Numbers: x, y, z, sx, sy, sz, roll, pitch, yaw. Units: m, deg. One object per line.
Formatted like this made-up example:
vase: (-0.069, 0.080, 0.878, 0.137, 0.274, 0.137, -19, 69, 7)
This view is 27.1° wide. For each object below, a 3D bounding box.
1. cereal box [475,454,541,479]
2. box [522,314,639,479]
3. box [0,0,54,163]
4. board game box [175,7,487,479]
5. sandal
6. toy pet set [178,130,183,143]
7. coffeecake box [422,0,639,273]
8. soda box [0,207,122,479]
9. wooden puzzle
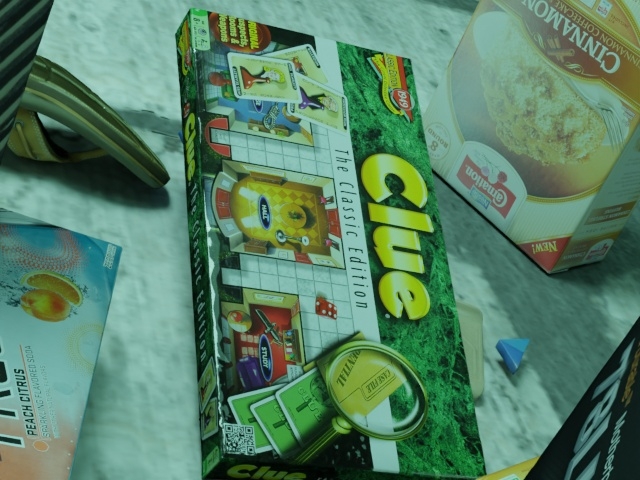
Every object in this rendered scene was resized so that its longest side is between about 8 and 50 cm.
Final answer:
cereal box: (0.188, 0.183, 0.576, 0.173, 0.047, 0.240, -9, 45, -44)
box: (0.082, 0.122, 0.353, 0.073, 0.293, 0.295, 28, 31, 5)
box: (-0.174, -0.087, 0.505, 0.113, 0.275, 0.094, 0, 39, -36)
board game box: (0.000, 0.000, 0.661, 0.136, 0.030, 0.259, 10, 53, -26)
sandal: (-0.161, -0.073, 0.709, 0.180, 0.049, 0.072, 29, 12, -31)
toy pet set: (-0.036, -0.016, 0.732, 0.122, 0.065, 0.114, -24, 86, -40)
coffeecake box: (0.157, -0.097, 0.849, 0.068, 0.185, 0.142, -10, 45, -45)
soda box: (-0.123, 0.066, 0.516, 0.058, 0.063, 0.183, 19, 31, -12)
wooden puzzle: (0.055, 0.052, 0.718, 0.116, 0.014, 0.078, 24, 35, -1)
